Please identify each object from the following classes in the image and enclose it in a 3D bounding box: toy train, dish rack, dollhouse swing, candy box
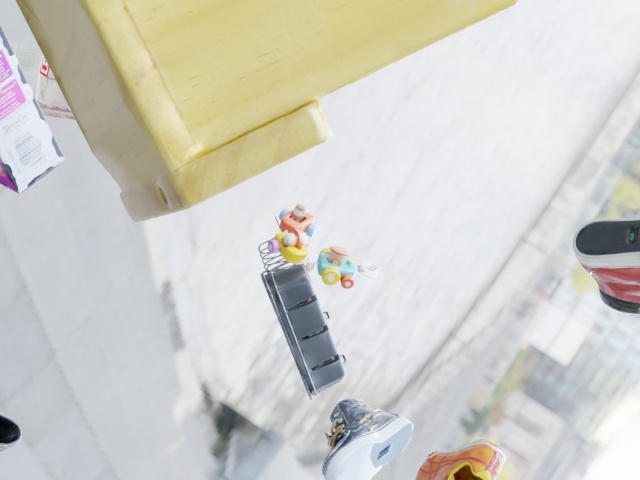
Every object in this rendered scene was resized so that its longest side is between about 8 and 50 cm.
[{"bbox_3d":[0.000,0.000,1.876,0.125,0.166,0.046,-29,145,-52],"label":"toy train"},{"bbox_3d":[-0.033,0.087,2.050,0.074,0.208,0.271,-20,-156,-1],"label":"dish rack"},{"bbox_3d":[-0.064,-0.240,1.041,0.305,0.347,0.315,-29,-174,-16],"label":"dollhouse swing"},{"bbox_3d":[-0.379,-0.176,1.453,0.071,0.159,0.233,-42,134,-25],"label":"candy box"}]

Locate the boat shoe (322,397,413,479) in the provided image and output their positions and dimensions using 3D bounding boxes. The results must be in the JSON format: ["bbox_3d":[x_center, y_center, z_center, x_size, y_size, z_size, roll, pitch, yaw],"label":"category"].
[{"bbox_3d":[0.032,0.237,1.606,0.183,0.083,0.065,-16,125,-60],"label":"boat shoe"}]

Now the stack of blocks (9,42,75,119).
[{"bbox_3d":[-0.449,-0.255,2.217,0.171,0.297,0.087,48,52,-84],"label":"stack of blocks"}]

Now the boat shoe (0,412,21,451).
[{"bbox_3d":[-0.497,0.259,1.953,0.228,0.076,0.080,52,26,-61],"label":"boat shoe"}]

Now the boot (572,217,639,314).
[{"bbox_3d":[0.478,0.044,1.844,0.176,0.244,0.088,52,49,-46],"label":"boot"}]

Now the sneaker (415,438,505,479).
[{"bbox_3d":[0.164,0.301,1.742,0.067,0.064,0.175,-53,-175,-36],"label":"sneaker"}]
